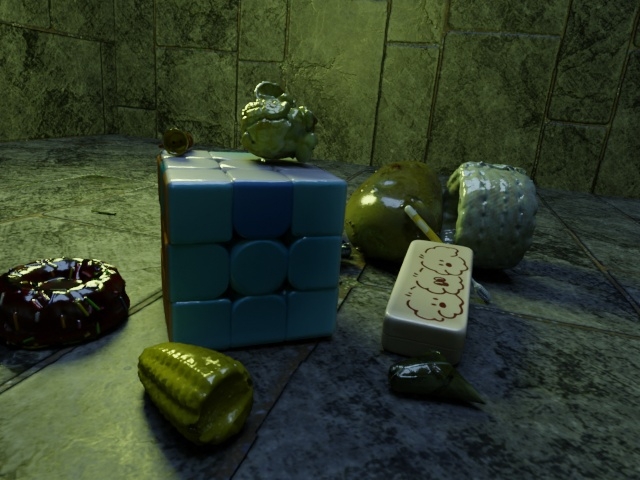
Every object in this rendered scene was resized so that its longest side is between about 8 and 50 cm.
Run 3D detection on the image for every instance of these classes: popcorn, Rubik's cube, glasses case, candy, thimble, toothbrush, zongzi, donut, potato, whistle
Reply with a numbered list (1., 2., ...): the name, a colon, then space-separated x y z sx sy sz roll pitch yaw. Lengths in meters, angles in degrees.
1. popcorn: -0.083 -0.205 0.866 0.135 0.162 0.141 -41 11 -19
2. Rubik's cube: -0.143 0.000 0.865 0.290 0.292 0.291 -1 19 -21
3. glasses case: 0.220 0.103 0.920 0.143 0.076 0.336 8 26 16
4. candy: -0.179 0.182 0.615 0.198 0.094 0.106 13 23 41
5. thimble: 0.433 -0.065 1.252 0.195 0.292 0.291 6 17 -1
6. toothbrush: 0.292 0.028 1.086 0.288 0.021 0.024 51 17 14
7. zongzi: 0.166 0.217 0.685 0.104 0.052 0.113 -14 37 -29
8. donut: -0.457 0.096 0.814 0.235 0.089 0.235 5 19 -2
9. potato: 0.206 -0.089 1.300 0.269 0.219 0.359 7 40 16
10. whistle: -0.266 -0.177 0.867 0.046 0.057 0.109 48 1 -13

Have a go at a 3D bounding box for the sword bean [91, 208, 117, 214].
1. sword bean: -0.684 -0.089 1.474 0.083 0.012 0.012 8 17 5

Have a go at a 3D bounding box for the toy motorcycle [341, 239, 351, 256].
1. toy motorcycle: -0.069 -0.001 1.213 0.315 0.113 0.169 10 6 -14
